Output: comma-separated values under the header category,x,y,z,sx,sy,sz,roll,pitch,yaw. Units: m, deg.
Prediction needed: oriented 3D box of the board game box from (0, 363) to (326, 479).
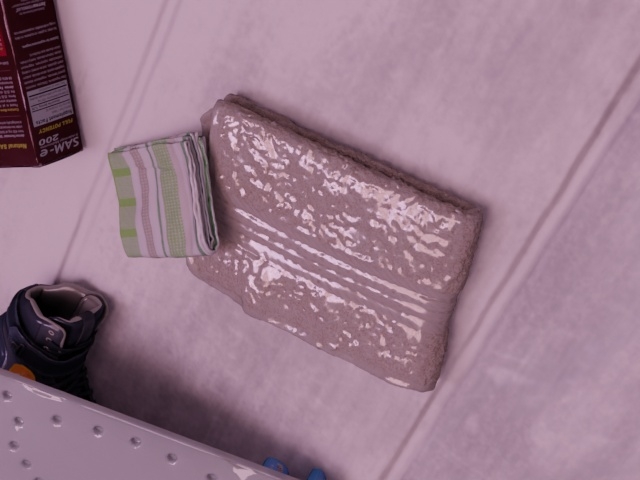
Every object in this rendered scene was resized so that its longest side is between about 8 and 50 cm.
category,x,y,z,sx,sy,sz,roll,pitch,yaw
board game box,-0.218,0.328,1.458,0.390,0.050,0.390,20,119,4

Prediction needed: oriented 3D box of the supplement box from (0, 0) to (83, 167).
category,x,y,z,sx,sy,sz,roll,pitch,yaw
supplement box,-0.320,-0.192,1.375,0.130,0.073,0.239,1,108,32

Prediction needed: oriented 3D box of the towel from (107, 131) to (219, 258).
category,x,y,z,sx,sy,sz,roll,pitch,yaw
towel,-0.150,-0.038,1.322,0.152,0.023,0.113,-4,95,51

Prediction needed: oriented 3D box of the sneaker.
category,x,y,z,sx,sy,sz,roll,pitch,yaw
sneaker,-0.254,0.148,1.457,0.226,0.086,0.163,52,128,6

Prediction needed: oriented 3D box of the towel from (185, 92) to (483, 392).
category,x,y,z,sx,sy,sz,roll,pitch,yaw
towel,0.000,0.000,1.265,0.282,0.049,0.187,25,121,22
